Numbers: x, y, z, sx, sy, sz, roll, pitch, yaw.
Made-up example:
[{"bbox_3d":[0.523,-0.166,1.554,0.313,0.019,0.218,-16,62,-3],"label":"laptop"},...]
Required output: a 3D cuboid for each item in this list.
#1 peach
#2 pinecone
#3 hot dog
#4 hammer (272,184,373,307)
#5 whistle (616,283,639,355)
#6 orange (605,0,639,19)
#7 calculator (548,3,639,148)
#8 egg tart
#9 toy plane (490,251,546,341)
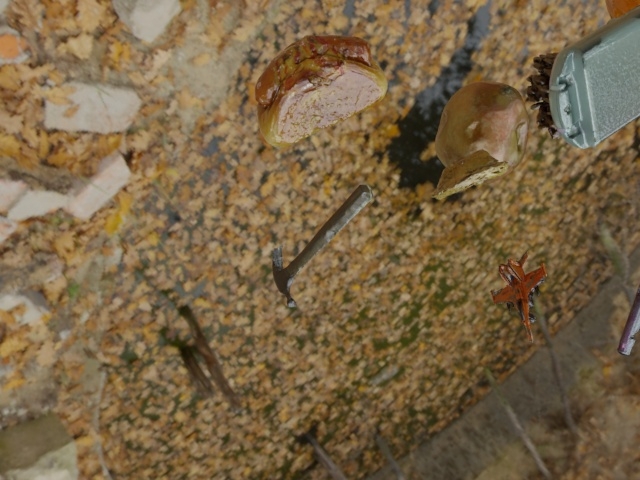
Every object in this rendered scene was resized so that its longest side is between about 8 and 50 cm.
[{"bbox_3d":[0.368,-0.248,1.711,0.214,0.214,0.236,-21,143,-30],"label":"peach"},{"bbox_3d":[0.597,-0.366,1.894,0.179,0.184,0.205,6,138,-6],"label":"pinecone"},{"bbox_3d":[-0.011,-0.293,1.408,0.256,0.150,0.153,-25,137,-1],"label":"hot dog"},{"bbox_3d":[0.001,0.000,1.414,0.027,0.125,0.297,1,144,-43],"label":"hammer"},{"bbox_3d":[0.731,0.184,1.774,0.033,0.033,0.177,-3,112,-44],"label":"whistle"},{"bbox_3d":[0.756,-0.571,1.674,0.261,0.261,0.261,-27,141,-24],"label":"orange"},{"bbox_3d":[0.396,-0.221,0.998,0.246,0.045,0.141,-32,121,-19],"label":"calculator"},{"bbox_3d":[0.224,-0.104,1.172,0.128,0.049,0.129,-23,179,-1],"label":"egg tart"},{"bbox_3d":[0.397,0.116,1.490,0.062,0.189,0.135,14,141,-39],"label":"toy plane"}]
